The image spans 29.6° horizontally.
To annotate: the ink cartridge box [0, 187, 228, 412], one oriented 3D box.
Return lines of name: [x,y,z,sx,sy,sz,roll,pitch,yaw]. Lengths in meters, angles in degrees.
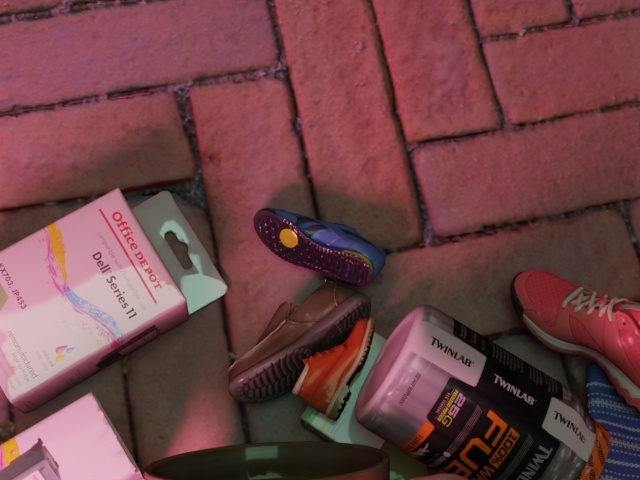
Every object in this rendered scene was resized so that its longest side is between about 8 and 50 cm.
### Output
ink cartridge box: [-0.329,0.069,1.751,0.353,0.119,0.207,-31,77,-13]

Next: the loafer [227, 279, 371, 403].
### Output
loafer: [-0.041,0.145,1.776,0.251,0.094,0.087,-33,53,-22]

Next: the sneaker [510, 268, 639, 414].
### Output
sneaker: [0.424,0.119,1.757,0.313,0.136,0.116,36,48,19]

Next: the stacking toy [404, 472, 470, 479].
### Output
stacking toy: [0.168,0.548,1.417,0.350,0.351,0.480,23,71,3]

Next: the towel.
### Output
towel: [0.502,0.305,1.698,0.243,0.040,0.336,9,39,0]

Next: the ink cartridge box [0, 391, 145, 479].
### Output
ink cartridge box: [-0.396,0.346,1.605,0.306,0.226,0.131,-31,78,-14]

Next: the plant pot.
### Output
plant pot: [-0.066,0.426,1.588,0.323,0.323,0.281,-2,89,-5]

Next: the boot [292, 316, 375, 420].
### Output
boot: [0.021,0.169,1.729,0.084,0.059,0.158,25,73,12]

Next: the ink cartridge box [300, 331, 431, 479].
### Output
ink cartridge box: [0.112,0.259,1.762,0.235,0.056,0.171,33,73,8]

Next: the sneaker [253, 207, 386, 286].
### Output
sneaker: [0.000,0.000,1.836,0.209,0.069,0.082,24,36,13]

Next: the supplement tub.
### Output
supplement tub: [0.223,0.242,1.661,0.316,0.193,0.194,30,73,-4]
